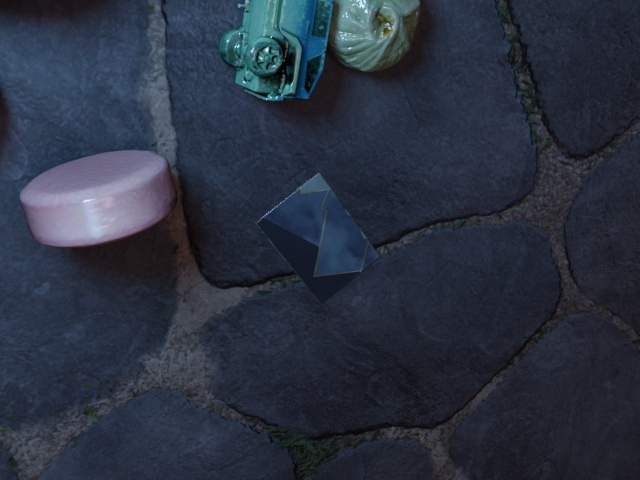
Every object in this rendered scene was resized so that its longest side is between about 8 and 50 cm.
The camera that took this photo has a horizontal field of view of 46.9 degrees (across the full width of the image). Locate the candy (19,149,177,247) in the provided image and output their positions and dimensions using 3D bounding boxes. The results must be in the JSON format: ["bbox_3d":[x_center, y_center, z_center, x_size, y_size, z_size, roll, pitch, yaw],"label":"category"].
[{"bbox_3d":[-0.353,-0.075,1.206,0.255,0.255,0.094,-16,114,-14],"label":"candy"}]

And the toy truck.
[{"bbox_3d":[-0.072,-0.381,1.245,0.156,0.155,0.279,0,109,-30],"label":"toy truck"}]

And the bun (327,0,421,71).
[{"bbox_3d":[0.097,-0.400,1.317,0.195,0.118,0.195,-6,108,-18],"label":"bun"}]

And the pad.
[{"bbox_3d":[0.000,0.000,1.496,0.164,0.004,0.243,-39,117,-3],"label":"pad"}]
